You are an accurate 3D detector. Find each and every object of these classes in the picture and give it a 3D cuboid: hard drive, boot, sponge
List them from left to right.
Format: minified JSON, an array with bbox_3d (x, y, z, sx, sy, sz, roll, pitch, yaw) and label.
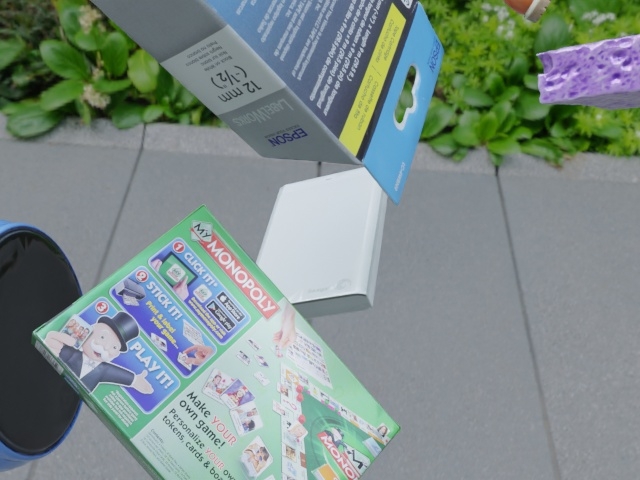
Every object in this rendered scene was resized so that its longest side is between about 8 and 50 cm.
[{"bbox_3d":[0.000,0.000,1.125,0.203,0.040,0.307,-11,38,21],"label":"hard drive"},{"bbox_3d":[0.240,-0.324,0.862,0.085,0.059,0.158,26,33,-1],"label":"boot"},{"bbox_3d":[0.229,-0.090,0.343,0.210,0.031,0.117,0,6,38],"label":"sponge"}]

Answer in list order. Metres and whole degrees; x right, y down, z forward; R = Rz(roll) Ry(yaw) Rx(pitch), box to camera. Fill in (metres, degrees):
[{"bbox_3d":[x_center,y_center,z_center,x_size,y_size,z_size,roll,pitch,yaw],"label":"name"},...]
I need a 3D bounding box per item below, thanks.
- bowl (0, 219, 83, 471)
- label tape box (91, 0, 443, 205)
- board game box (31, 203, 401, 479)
[{"bbox_3d":[-0.475,0.157,1.093,0.077,0.391,0.391,-7,46,7],"label":"bowl"},{"bbox_3d":[-0.026,-0.223,0.709,0.115,0.348,0.249,-10,49,41],"label":"label tape box"},{"bbox_3d":[-0.093,0.147,0.697,0.317,0.046,0.213,49,58,-1],"label":"board game box"}]
